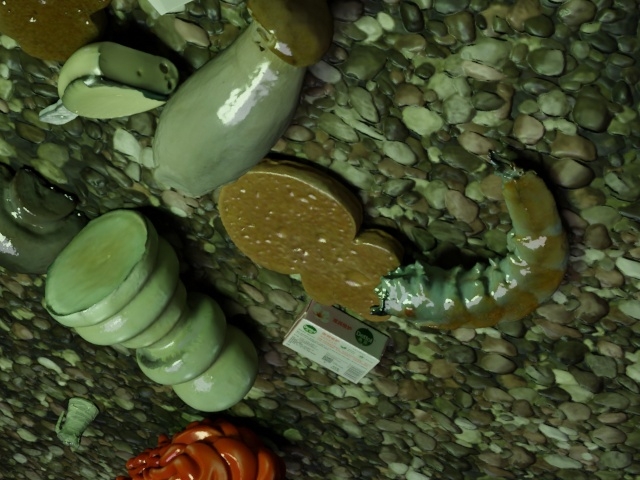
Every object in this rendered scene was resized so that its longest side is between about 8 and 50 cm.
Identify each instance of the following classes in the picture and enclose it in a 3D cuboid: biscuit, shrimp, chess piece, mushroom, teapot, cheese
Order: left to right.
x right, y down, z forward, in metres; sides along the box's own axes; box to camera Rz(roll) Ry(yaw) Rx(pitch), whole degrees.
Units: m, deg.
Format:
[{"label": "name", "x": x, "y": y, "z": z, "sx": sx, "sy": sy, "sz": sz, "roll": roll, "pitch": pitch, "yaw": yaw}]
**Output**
[{"label": "biscuit", "x": -0.326, "y": -0.311, "z": 1.300, "sx": 0.183, "sy": 0.047, "sz": 0.320, "roll": -13, "pitch": 142, "yaw": 28}, {"label": "mushroom", "x": -0.420, "y": -0.017, "z": 1.704, "sx": 0.188, "sy": 0.117, "sz": 0.141, "roll": 30, "pitch": 155, "yaw": -15}, {"label": "teapot", "x": -0.437, "y": 0.325, "z": 2.152, "sx": 0.067, "sy": 0.083, "sz": 0.057, "roll": 3, "pitch": 144, "yaw": 23}, {"label": "cheese", "x": -0.274, "y": -0.172, "z": 1.449, "sx": 0.127, "sy": 0.054, "sz": 0.252, "roll": 12, "pitch": 165, "yaw": -34}, {"label": "chess piece", "x": -0.214, "y": 0.121, "z": 1.715, "sx": 0.182, "sy": 0.182, "sz": 0.330, "roll": -9, "pitch": 139, "yaw": 37}, {"label": "mushroom", "x": -0.091, "y": -0.156, "z": 1.325, "sx": 0.128, "sy": 0.128, "sz": 0.350, "roll": 31, "pitch": 140, "yaw": -9}, {"label": "biscuit", "x": 0.000, "y": -0.001, "z": 1.531, "sx": 0.289, "sy": 0.044, "sz": 0.202, "roll": 34, "pitch": 141, "yaw": -15}, {"label": "shrimp", "x": 0.197, "y": 0.026, "z": 1.416, "sx": 0.185, "sy": 0.068, "sz": 0.287, "roll": 21, "pitch": 138, "yaw": -18}]

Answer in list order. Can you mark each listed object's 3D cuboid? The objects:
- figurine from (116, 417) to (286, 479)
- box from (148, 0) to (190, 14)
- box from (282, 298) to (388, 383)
[{"label": "figurine", "x": -0.166, "y": 0.456, "z": 2.069, "sx": 0.306, "sy": 0.241, "sz": 0.411, "roll": 14, "pitch": 154, "yaw": 28}, {"label": "box", "x": -0.130, "y": -0.304, "z": 1.237, "sx": 0.198, "sy": 0.029, "sz": 0.109, "roll": -14, "pitch": 129, "yaw": 42}, {"label": "box", "x": 0.021, "y": 0.140, "z": 1.695, "sx": 0.125, "sy": 0.043, "sz": 0.089, "roll": 30, "pitch": 144, "yaw": -7}]
